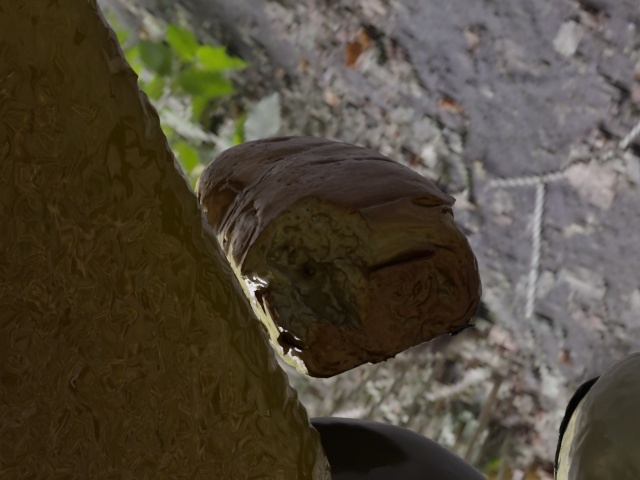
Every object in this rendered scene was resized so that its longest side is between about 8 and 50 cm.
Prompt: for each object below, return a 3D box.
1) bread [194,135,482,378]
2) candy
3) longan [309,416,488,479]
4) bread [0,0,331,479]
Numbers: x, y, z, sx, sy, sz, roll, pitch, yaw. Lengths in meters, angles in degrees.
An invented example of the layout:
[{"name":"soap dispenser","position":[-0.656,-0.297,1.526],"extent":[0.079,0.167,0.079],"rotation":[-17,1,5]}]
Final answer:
[{"name":"bread","position":[0.001,-0.006,1.262],"extent":[0.344,0.195,0.149],"rotation":[-148,38,-68]},{"name":"candy","position":[0.346,0.229,1.321],"extent":[0.295,0.295,0.185],"rotation":[46,149,-17]},{"name":"longan","position":[0.017,0.292,1.172],"extent":[0.319,0.319,0.319],"rotation":[18,140,16]},{"name":"bread","position":[-0.159,0.054,0.351],"extent":[0.143,0.323,0.333],"rotation":[1,129,36]}]
